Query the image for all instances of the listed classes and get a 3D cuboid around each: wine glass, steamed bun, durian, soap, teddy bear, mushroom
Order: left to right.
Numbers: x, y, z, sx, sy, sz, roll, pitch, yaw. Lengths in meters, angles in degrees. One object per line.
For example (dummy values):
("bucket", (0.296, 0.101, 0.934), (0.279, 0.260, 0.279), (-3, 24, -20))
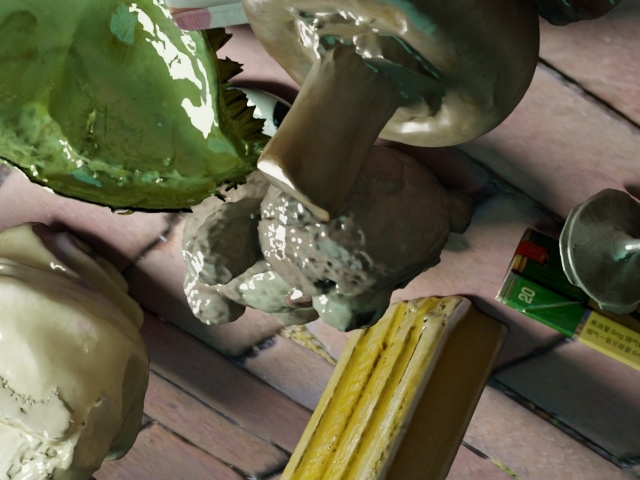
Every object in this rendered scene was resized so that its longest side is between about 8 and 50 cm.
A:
("steamed bun", (-0.309, 0.098, 1.930), (0.346, 0.237, 0.394), (19, -170, -37))
("durian", (-0.209, -0.152, 1.375), (0.394, 0.198, 0.163), (28, 155, -8))
("teddy bear", (-0.001, -0.001, 1.510), (0.236, 0.151, 0.267), (0, 179, -36))
("mushroom", (0.028, -0.118, 1.174), (0.207, 0.215, 0.207), (27, 164, 8))
("soap", (0.052, 0.185, 1.655), (0.089, 0.274, 0.173), (36, 154, -20))
("wine glass", (0.260, 0.000, 1.284), (0.122, 0.122, 0.183), (37, 159, -18))

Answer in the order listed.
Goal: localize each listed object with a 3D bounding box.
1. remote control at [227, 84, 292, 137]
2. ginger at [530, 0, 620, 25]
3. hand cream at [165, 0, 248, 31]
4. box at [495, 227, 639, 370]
("remote control", (-0.108, -0.094, 1.562), (0.256, 0.045, 0.097), (-6, 141, 47))
("ginger", (0.123, -0.239, 1.023), (0.122, 0.084, 0.290), (-2, 144, 11))
("hand cream", (-0.099, -0.253, 1.198), (0.124, 0.078, 0.341), (-5, 143, 18))
("box", (0.254, 0.068, 1.416), (0.235, 0.034, 0.132), (26, -161, 5))
